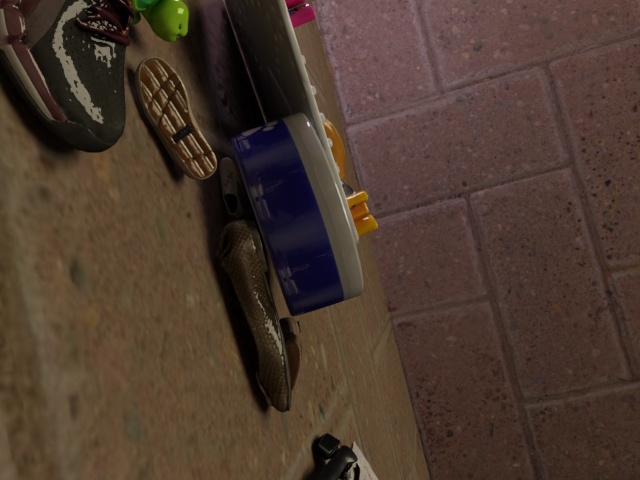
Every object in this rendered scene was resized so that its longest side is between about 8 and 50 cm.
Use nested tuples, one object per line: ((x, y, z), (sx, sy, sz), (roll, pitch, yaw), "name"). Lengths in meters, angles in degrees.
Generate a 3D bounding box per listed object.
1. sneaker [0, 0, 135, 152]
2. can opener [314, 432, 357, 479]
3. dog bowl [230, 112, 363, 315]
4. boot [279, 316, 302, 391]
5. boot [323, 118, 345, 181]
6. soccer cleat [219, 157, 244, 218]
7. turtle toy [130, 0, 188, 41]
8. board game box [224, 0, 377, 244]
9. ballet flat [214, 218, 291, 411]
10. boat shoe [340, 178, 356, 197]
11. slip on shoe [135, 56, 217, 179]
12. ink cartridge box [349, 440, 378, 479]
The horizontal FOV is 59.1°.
((-0.150, -0.215, 0.397), (0.106, 0.162, 0.282), (-36, 111, -79), "sneaker")
((0.010, 0.350, 0.842), (0.059, 0.073, 0.186), (-66, 169, 7), "can opener")
((-0.034, -0.034, 0.782), (0.265, 0.104, 0.265), (161, -90, -86), "dog bowl")
((-0.043, 0.167, 0.821), (0.087, 0.041, 0.119), (73, 14, -65), "boot")
((0.013, -0.103, 1.265), (0.295, 0.104, 0.211), (80, 6, -46), "boot")
((-0.120, -0.071, 0.756), (0.035, 0.029, 0.084), (-3, 84, -84), "soccer cleat")
((-0.182, -0.266, 0.576), (0.095, 0.066, 0.130), (-87, 160, -60), "turtle toy")
((-0.043, -0.226, 0.938), (0.390, 0.050, 0.390), (-133, -158, -65), "board game box")
((-0.080, 0.097, 0.693), (0.084, 0.058, 0.250), (-134, -148, -74), "ballet flat")
((-0.003, -0.042, 1.099), (0.070, 0.077, 0.219), (49, 48, -10), "boat shoe")
((-0.157, -0.127, 0.603), (0.041, 0.051, 0.135), (16, -40, 55), "slip on shoe")
((0.098, 0.538, 1.102), (0.225, 0.056, 0.181), (56, 12, -3), "ink cartridge box")
